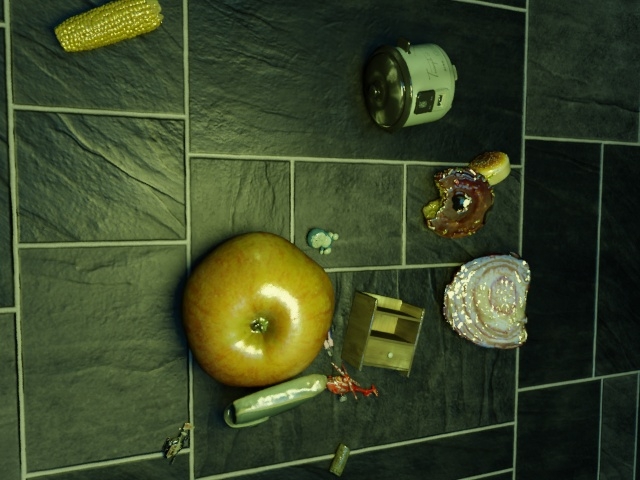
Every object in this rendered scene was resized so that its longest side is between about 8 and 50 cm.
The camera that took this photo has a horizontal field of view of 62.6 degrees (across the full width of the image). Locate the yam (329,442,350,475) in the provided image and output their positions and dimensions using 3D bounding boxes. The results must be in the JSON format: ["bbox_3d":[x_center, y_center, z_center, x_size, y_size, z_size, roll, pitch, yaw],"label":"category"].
[{"bbox_3d":[0.062,0.674,1.620,0.043,0.043,0.094,26,83,-21],"label":"yam"}]

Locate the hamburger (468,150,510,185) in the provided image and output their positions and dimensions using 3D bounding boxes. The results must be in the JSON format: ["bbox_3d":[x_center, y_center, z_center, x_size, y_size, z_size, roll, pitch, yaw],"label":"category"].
[{"bbox_3d":[0.541,-0.234,1.701,0.141,0.126,0.081,-34,117,9],"label":"hamburger"}]

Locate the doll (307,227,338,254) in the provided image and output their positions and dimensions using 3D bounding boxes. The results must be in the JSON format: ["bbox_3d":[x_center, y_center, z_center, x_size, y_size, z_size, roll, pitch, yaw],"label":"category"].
[{"bbox_3d":[0.000,0.000,1.547,0.083,0.050,0.076,17,106,-23],"label":"doll"}]

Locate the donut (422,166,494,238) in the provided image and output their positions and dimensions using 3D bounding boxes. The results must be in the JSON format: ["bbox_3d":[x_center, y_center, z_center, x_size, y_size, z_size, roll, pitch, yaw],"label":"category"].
[{"bbox_3d":[0.430,-0.124,1.652,0.216,0.096,0.230,-4,109,-6],"label":"donut"}]

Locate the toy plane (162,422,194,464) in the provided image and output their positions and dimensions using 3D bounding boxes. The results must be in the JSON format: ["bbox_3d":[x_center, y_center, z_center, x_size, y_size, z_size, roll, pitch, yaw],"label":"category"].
[{"bbox_3d":[-0.395,0.555,1.443,0.049,0.031,0.121,33,84,-25],"label":"toy plane"}]

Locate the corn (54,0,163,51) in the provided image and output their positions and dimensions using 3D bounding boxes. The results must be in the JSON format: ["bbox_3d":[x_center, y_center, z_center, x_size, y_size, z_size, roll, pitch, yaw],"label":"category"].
[{"bbox_3d":[-0.515,-0.534,1.290,0.260,0.091,0.091,-25,118,-15],"label":"corn"}]

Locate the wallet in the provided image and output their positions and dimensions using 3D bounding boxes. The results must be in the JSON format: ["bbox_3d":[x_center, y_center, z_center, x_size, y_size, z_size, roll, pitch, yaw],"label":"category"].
[{"bbox_3d":[-0.128,0.424,1.368,0.252,0.360,0.083,-16,72,-17],"label":"wallet"}]

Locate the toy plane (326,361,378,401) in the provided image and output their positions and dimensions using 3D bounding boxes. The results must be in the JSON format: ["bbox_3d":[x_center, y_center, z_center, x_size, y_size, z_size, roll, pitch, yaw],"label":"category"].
[{"bbox_3d":[0.087,0.440,1.605,0.077,0.126,0.194,-46,149,20],"label":"toy plane"}]

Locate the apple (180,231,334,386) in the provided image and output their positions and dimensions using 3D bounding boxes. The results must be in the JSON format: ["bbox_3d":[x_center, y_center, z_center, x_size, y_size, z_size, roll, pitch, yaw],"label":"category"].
[{"bbox_3d":[-0.155,0.177,1.348,0.400,0.333,0.400,0,91,-24],"label":"apple"}]

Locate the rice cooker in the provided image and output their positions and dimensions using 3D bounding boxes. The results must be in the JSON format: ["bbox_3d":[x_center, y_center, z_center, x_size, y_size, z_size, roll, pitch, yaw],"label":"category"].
[{"bbox_3d":[0.242,-0.440,1.510,0.227,0.241,0.281,-15,135,-23],"label":"rice cooker"}]

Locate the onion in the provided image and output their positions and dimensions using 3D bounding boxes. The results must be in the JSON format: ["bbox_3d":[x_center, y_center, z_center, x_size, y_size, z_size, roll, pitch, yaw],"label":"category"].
[{"bbox_3d":[0.539,0.185,1.730,0.280,0.146,0.314,8,91,3],"label":"onion"}]

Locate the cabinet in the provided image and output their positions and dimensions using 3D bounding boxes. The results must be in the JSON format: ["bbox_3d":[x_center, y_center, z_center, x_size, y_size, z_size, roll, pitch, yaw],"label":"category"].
[{"bbox_3d":[0.188,0.283,1.585,0.174,0.148,0.215,14,90,-21],"label":"cabinet"}]

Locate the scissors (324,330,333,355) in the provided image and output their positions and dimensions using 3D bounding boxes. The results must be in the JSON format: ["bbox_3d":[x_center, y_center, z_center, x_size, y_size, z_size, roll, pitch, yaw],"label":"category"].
[{"bbox_3d":[0.019,0.297,1.593,0.039,0.012,0.113,-17,100,-19],"label":"scissors"}]
